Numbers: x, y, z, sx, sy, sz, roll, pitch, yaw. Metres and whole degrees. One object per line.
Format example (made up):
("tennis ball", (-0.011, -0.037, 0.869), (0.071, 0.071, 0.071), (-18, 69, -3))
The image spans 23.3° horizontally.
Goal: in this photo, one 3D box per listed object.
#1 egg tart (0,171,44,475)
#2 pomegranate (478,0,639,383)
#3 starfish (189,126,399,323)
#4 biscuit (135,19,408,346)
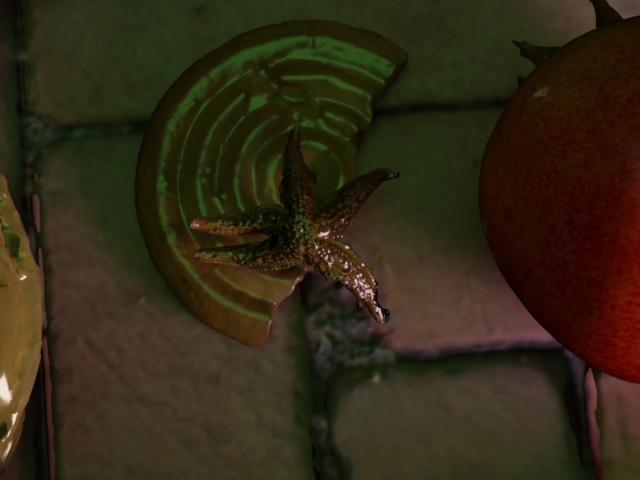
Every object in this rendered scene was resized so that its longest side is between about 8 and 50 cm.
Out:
("egg tart", (-0.329, 0.064, 0.914), (0.352, 0.150, 0.352), (0, 76, 2))
("pomegranate", (0.197, -0.036, 0.916), (0.221, 0.221, 0.256), (-18, 51, -4))
("starfish", (0.002, -0.002, 0.955), (0.133, 0.041, 0.130), (-41, 84, -8))
("biscuit", (-0.043, -0.057, 1.003), (0.144, 0.033, 0.224), (28, 78, 6))
